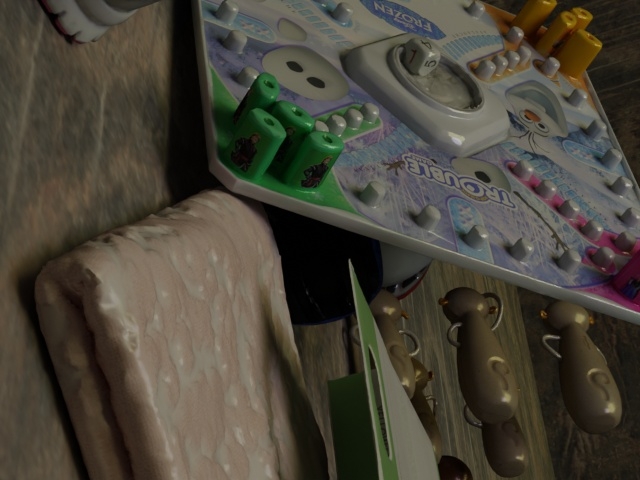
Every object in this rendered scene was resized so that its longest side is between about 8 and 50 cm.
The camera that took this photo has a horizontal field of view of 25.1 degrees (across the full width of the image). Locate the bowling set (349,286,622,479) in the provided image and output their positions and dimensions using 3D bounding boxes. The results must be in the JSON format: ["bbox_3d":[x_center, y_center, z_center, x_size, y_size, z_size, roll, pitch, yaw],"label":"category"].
[{"bbox_3d":[0.126,0.150,1.409,0.200,0.287,0.154,-59,-151,37],"label":"bowling set"}]

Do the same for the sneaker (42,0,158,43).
[{"bbox_3d":[-0.123,-0.212,0.724,0.252,0.111,0.103,58,20,-55],"label":"sneaker"}]

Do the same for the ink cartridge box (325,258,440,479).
[{"bbox_3d":[0.036,0.149,0.897,0.235,0.056,0.171,62,15,-48],"label":"ink cartridge box"}]

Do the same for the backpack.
[{"bbox_3d":[0.000,0.000,1.075,0.101,0.098,0.120,-10,83,-83],"label":"backpack"}]

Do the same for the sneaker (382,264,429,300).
[{"bbox_3d":[0.071,-0.046,1.499,0.118,0.107,0.279,76,8,-53],"label":"sneaker"}]

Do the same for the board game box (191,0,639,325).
[{"bbox_3d":[0.090,-0.123,1.093,0.390,0.050,0.390,18,36,-23],"label":"board game box"}]

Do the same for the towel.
[{"bbox_3d":[-0.041,0.133,0.800,0.332,0.053,0.317,-41,114,-79],"label":"towel"}]

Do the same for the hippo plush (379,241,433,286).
[{"bbox_3d":[0.111,-0.021,1.314,0.234,0.236,0.294,70,0,-50],"label":"hippo plush"}]
